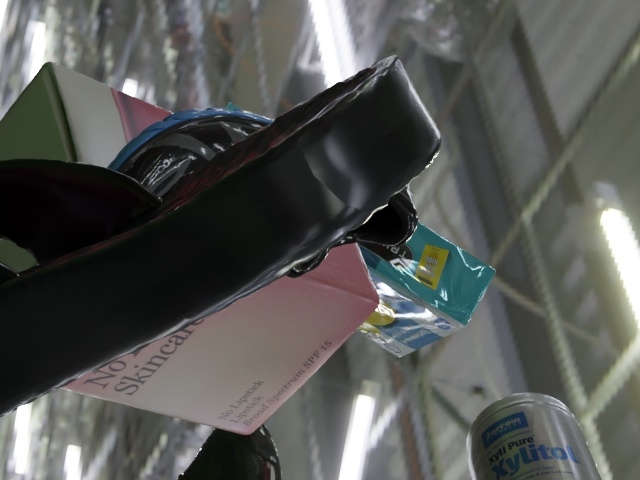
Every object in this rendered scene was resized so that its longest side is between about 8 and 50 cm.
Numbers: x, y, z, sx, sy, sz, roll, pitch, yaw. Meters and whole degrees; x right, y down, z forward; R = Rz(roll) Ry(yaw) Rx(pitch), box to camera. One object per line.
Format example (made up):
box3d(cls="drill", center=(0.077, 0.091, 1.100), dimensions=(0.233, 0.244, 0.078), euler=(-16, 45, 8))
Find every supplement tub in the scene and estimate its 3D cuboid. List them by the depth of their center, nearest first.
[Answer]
box3d(cls="supplement tub", center=(0.123, 0.142, 0.827), dimensions=(0.107, 0.071, 0.071), euler=(-102, -149, -61))

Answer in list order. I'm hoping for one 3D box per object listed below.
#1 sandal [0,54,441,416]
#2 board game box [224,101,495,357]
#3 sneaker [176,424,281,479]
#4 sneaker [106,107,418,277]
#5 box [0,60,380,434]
box3d(cls="sandal", center=(-0.148, 0.013, 0.635), dimensions=(0.446, 0.107, 0.167), euler=(-27, -170, 32))
box3d(cls="board game box", center=(0.000, 0.000, 1.660), dimensions=(0.079, 0.336, 0.254), euler=(-60, -175, -17))
box3d(cls="sneaker", center=(-0.142, 0.278, 1.287), dimensions=(0.106, 0.162, 0.281), euler=(44, -57, 46))
box3d(cls="sneaker", center=(-0.028, -0.021, 0.752), dimensions=(0.078, 0.188, 0.067), euler=(61, -41, 35))
box3d(cls="box", center=(-0.104, 0.013, 0.929), dimensions=(0.148, 0.232, 0.127), euler=(-47, -135, 26))
